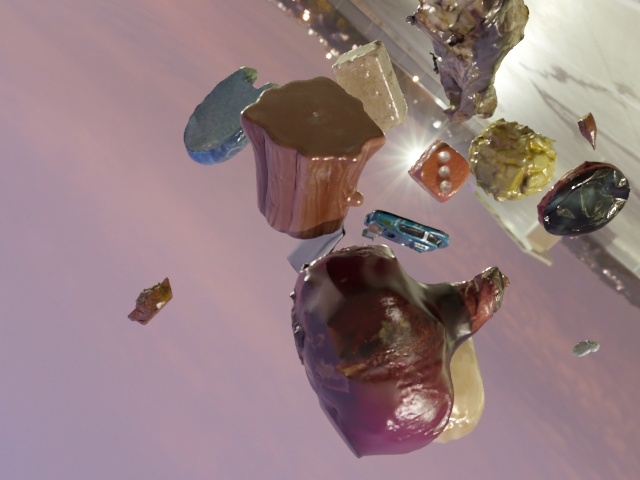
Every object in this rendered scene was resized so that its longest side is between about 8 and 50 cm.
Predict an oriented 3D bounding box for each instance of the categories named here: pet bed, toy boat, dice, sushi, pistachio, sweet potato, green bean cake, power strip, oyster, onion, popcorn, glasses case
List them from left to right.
[{"bbox_3d":[-0.352,0.125,1.037,0.060,0.118,0.061,46,169,-1],"label":"sushi"},{"bbox_3d":[-0.256,-0.350,1.478,0.215,0.330,0.123,38,177,29],"label":"toy boat"},{"bbox_3d":[0.001,0.002,1.639,0.083,0.308,0.128,-6,-121,-37],"label":"glasses case"},{"bbox_3d":[0.110,-0.326,1.087,0.179,0.109,0.085,62,-149,-31],"label":"green bean cake"},{"bbox_3d":[0.288,-0.009,1.670,0.298,0.092,0.134,19,162,-11],"label":"toy boat"},{"bbox_3d":[0.164,0.174,0.948,0.398,0.419,0.399,163,90,-82],"label":"onion"},{"bbox_3d":[0.449,-0.260,1.874,0.174,0.179,0.175,41,-174,-6],"label":"dice"},{"bbox_3d":[0.333,0.386,1.377,0.238,0.228,0.322,34,-120,-62],"label":"pistachio"},{"bbox_3d":[0.249,-0.337,0.858,0.337,0.197,0.133,78,-176,-57],"label":"oyster"},{"bbox_3d":[0.551,-0.234,1.433,0.225,0.249,0.249,-23,-120,-29],"label":"popcorn"},{"bbox_3d":[0.719,0.289,1.368,0.035,0.083,0.055,44,-117,-2],"label":"power strip"},{"bbox_3d":[0.584,-0.086,1.109,0.201,0.201,0.054,29,-149,-30],"label":"pet bed"},{"bbox_3d":[0.820,-0.330,1.527,0.049,0.049,0.117,-51,-60,-70],"label":"sweet potato"}]

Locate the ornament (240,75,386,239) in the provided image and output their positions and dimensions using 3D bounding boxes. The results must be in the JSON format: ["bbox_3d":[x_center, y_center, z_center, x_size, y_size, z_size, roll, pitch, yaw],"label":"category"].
[{"bbox_3d":[-0.023,-0.138,0.885,0.235,0.218,0.221,6,-131,-5],"label":"ornament"}]
